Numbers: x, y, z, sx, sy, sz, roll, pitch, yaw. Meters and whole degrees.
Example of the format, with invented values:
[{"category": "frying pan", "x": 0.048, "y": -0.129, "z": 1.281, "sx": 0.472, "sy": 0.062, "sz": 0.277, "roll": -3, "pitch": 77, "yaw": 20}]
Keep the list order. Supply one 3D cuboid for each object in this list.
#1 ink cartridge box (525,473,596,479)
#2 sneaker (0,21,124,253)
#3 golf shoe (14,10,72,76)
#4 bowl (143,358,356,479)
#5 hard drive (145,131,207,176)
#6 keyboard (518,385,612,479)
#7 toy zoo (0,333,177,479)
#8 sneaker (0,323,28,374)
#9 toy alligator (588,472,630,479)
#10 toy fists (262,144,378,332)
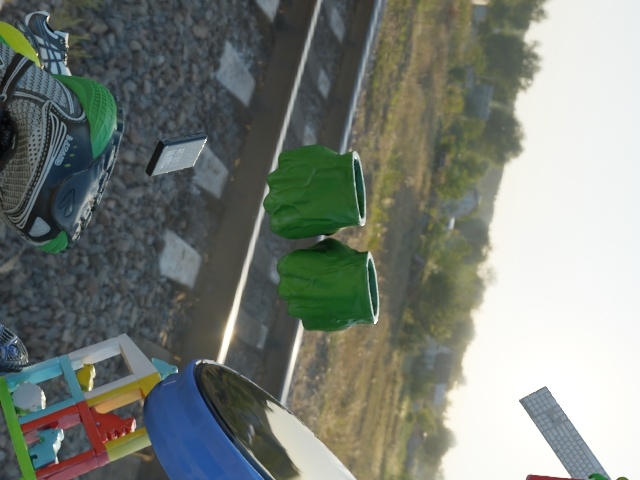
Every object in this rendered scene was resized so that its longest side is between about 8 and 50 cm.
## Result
[{"category": "ink cartridge box", "x": 0.248, "y": 0.312, "z": 0.598, "sx": 0.045, "sy": 0.145, "sz": 0.180, "roll": 172, "pitch": -73, "yaw": -78}, {"category": "sneaker", "x": -0.276, "y": -0.101, "z": 0.513, "sx": 0.146, "sy": 0.343, "sz": 0.134, "roll": 16, "pitch": 104, "yaw": -54}, {"category": "golf shoe", "x": -0.602, "y": -0.427, "z": 1.515, "sx": 0.198, "sy": 0.093, "sz": 0.077, "roll": 60, "pitch": -5, "yaw": -32}, {"category": "bowl", "x": -0.054, "y": 0.301, "z": 0.855, "sx": 0.077, "sy": 0.391, "sz": 0.391, "roll": -48, "pitch": 166, "yaw": -1}, {"category": "hard drive", "x": -0.321, "y": -0.194, "z": 1.489, "sx": 0.135, "sy": 0.022, "sz": 0.094, "roll": -24, "pitch": 155, "yaw": -52}, {"category": "keyboard", "x": 0.527, "y": 0.433, "z": 1.421, "sx": 0.072, "sy": 0.256, "sz": 0.014, "roll": -37, "pitch": 173, "yaw": 29}, {"category": "toy zoo", "x": -0.340, "y": 0.236, "z": 0.936, "sx": 0.293, "sy": 0.192, "sz": 0.030, "roll": -18, "pitch": 135, "yaw": -26}, {"category": "sneaker", "x": -0.500, "y": 0.153, "z": 0.889, "sx": 0.211, "sy": 0.081, "sz": 0.080, "roll": 19, "pitch": 38, "yaw": -48}, {"category": "toy alligator", "x": 0.553, "y": 0.456, "z": 1.155, "sx": 0.056, "sy": 0.189, "sz": 0.051, "roll": 120, "pitch": -12, "yaw": -52}, {"category": "toy fists", "x": 0.000, "y": 0.000, "z": 0.969, "sx": 0.096, "sy": 0.142, "sz": 0.279, "roll": -54, "pitch": 137, "yaw": -69}]
